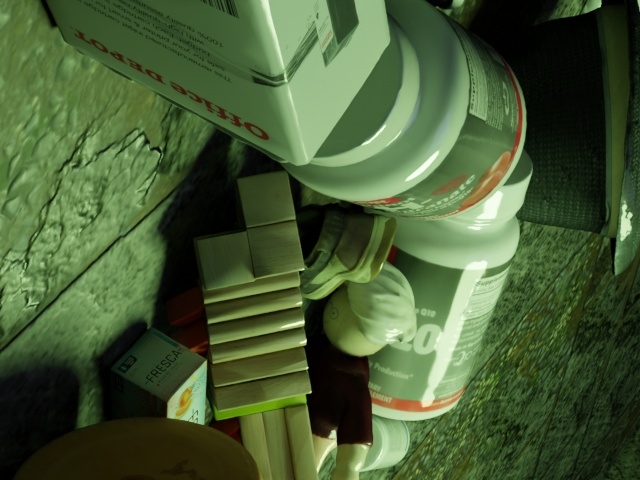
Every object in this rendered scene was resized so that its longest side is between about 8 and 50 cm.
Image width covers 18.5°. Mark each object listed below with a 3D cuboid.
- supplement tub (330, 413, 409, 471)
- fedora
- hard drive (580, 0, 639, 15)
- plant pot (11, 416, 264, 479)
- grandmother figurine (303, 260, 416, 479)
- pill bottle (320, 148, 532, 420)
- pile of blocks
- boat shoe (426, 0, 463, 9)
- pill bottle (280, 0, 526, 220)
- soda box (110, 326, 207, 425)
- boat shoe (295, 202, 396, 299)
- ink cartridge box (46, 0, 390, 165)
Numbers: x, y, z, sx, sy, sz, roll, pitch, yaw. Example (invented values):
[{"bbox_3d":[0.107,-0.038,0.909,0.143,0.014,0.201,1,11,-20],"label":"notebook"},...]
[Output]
[{"bbox_3d":[0.057,0.232,2.288,0.071,0.071,0.107,-63,161,5],"label":"supplement tub"},{"bbox_3d":[0.252,-0.126,2.052,0.334,0.152,0.334,0,90,-87],"label":"fedora"},{"bbox_3d":[0.389,-0.284,2.450,0.203,0.040,0.307,-65,160,11],"label":"hard drive"},{"bbox_3d":[-0.143,0.277,1.569,0.291,0.291,0.203,-38,134,-49],"label":"plant pot"},{"bbox_3d":[-0.008,0.171,1.899,0.104,0.208,0.342,14,109,-39],"label":"grandmother figurine"},{"bbox_3d":[0.105,0.026,1.976,0.161,0.161,0.283,-35,148,-52],"label":"pill bottle"},{"bbox_3d":[-0.077,0.079,1.707,0.112,0.149,0.362,-10,130,-9],"label":"pile of blocks"},{"bbox_3d":[0.067,-0.264,1.581,0.091,0.114,0.302,-16,160,-3],"label":"boat shoe"},{"bbox_3d":[0.051,-0.114,1.614,0.176,0.176,0.318,-63,161,5],"label":"pill bottle"},{"bbox_3d":[-0.139,0.160,1.689,0.058,0.063,0.183,-47,157,-35],"label":"soda box"},{"bbox_3d":[0.000,0.001,1.746,0.080,0.073,0.223,-66,-165,-12],"label":"boat shoe"},{"bbox_3d":[-0.077,-0.185,1.150,0.114,0.197,0.273,-55,161,-18],"label":"ink cartridge box"}]
